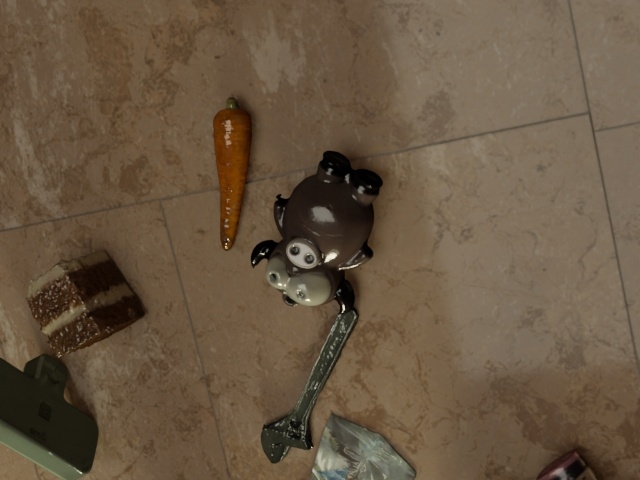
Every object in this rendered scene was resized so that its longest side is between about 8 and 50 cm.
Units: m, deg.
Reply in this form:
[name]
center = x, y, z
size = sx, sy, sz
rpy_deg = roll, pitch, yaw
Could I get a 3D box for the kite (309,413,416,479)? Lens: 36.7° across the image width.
[kite]
center = 0.036, 0.448, 1.614
size = 0.169, 0.015, 0.310
rpy_deg = 28, 112, 14

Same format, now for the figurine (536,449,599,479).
[figurine]
center = 0.298, 0.498, 1.392
size = 0.361, 0.253, 0.211
rpy_deg = -35, 104, 19

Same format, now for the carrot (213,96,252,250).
[carrot]
center = -0.143, -0.100, 1.536
size = 0.061, 0.061, 0.257
rpy_deg = 11, 109, 21

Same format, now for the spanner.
[spanner]
center = -0.014, 0.240, 1.582
size = 0.093, 0.026, 0.325
rpy_deg = 30, 111, 15

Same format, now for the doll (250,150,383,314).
[doll]
center = 0.001, -0.002, 1.463
size = 0.182, 0.117, 0.257
rpy_deg = 31, 111, 8

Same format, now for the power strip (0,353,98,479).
[power strip]
center = -0.506, 0.295, 1.721
size = 0.059, 0.194, 0.265
rpy_deg = -29, 126, 24

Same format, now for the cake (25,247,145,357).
[cake]
center = -0.408, 0.105, 1.662
size = 0.134, 0.135, 0.147
rpy_deg = -27, 86, 27
